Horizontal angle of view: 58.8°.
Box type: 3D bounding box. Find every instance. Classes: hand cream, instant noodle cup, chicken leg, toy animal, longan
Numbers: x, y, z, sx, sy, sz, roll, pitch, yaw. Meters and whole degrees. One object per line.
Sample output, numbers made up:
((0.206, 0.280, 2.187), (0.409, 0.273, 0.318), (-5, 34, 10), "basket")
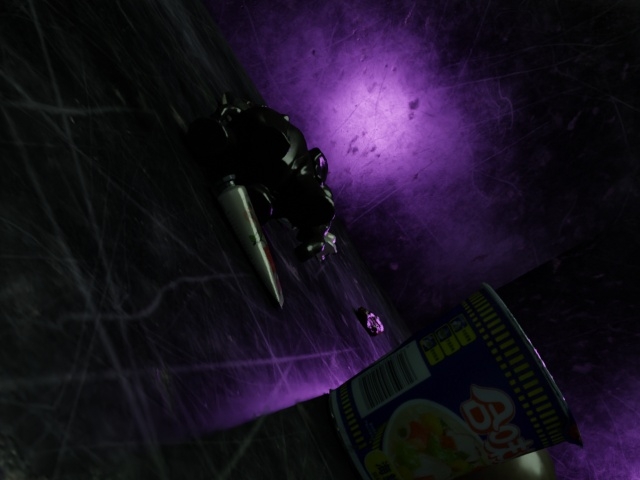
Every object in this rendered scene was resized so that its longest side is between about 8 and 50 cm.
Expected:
((-0.111, 0.003, 0.945), (0.080, 0.050, 0.234), (-88, 154, -85), "hand cream")
((0.192, 0.257, 0.897), (0.284, 0.312, 0.284), (59, 7, -13), "instant noodle cup")
((0.170, 0.275, 1.881), (0.093, 0.053, 0.205), (45, -10, 47), "chicken leg")
((0.005, 0.004, 1.708), (0.085, 0.071, 0.124), (39, 21, -15), "toy animal")
((0.388, 0.550, 1.300), (0.319, 0.319, 0.319), (59, 6, -11), "longan")

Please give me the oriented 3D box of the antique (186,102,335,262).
((-0.086, -0.127, 1.083), (0.322, 0.185, 0.255), (55, 8, -9), "antique")

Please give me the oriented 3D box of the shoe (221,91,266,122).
((-0.182, -0.319, 1.529), (0.227, 0.112, 0.099), (64, 8, 18), "shoe")

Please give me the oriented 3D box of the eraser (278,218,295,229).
((-0.090, -0.132, 1.531), (0.171, 0.087, 0.290), (61, 7, -9), "eraser")
